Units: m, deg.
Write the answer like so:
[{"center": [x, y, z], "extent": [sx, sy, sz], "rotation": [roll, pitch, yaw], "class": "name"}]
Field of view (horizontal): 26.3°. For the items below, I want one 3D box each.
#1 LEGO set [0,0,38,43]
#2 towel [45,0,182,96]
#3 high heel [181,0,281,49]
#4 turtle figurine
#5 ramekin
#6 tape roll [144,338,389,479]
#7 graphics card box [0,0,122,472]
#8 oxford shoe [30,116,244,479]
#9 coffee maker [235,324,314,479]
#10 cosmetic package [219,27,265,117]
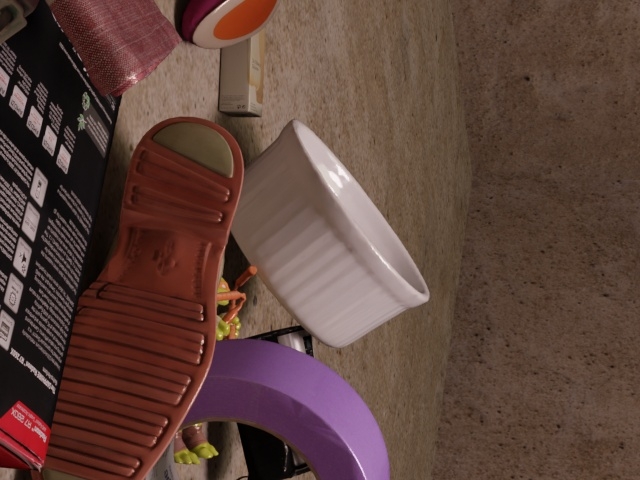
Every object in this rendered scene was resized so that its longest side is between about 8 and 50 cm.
[{"center": [-0.290, -0.217, 0.780], "extent": [0.287, 0.132, 0.107], "rotation": [56, 14, -29], "class": "LEGO set"}, {"center": [-0.203, -0.237, 0.841], "extent": [0.329, 0.037, 0.237], "rotation": [55, 7, -10], "class": "towel"}, {"center": [-0.101, -0.361, 1.651], "extent": [0.377, 0.181, 0.127], "rotation": [-46, 170, -48], "class": "high heel"}, {"center": [-0.135, 0.127, 1.477], "extent": [0.269, 0.087, 0.217], "rotation": [149, -47, -89], "class": "turtle figurine"}, {"center": [0.000, 0.000, 1.686], "extent": [0.277, 0.135, 0.277], "rotation": [51, 9, -11], "class": "ramekin"}, {"center": [-0.073, 0.239, 1.352], "extent": [0.090, 0.274, 0.275], "rotation": [-58, 147, -66], "class": "tape roll"}, {"center": [-0.245, -0.043, 0.998], "extent": [0.233, 0.094, 0.371], "rotation": [63, 33, -62], "class": "graphics card box"}, {"center": [-0.161, 0.082, 1.282], "extent": [0.146, 0.140, 0.397], "rotation": [109, 0, -62], "class": "oxford shoe"}, {"center": [-0.070, 0.206, 1.676], "extent": [0.120, 0.171, 0.178], "rotation": [130, -57, -77], "class": "coffee maker"}, {"center": [-0.096, -0.212, 1.694], "extent": [0.060, 0.041, 0.115], "rotation": [6, 86, -76], "class": "cosmetic package"}]
